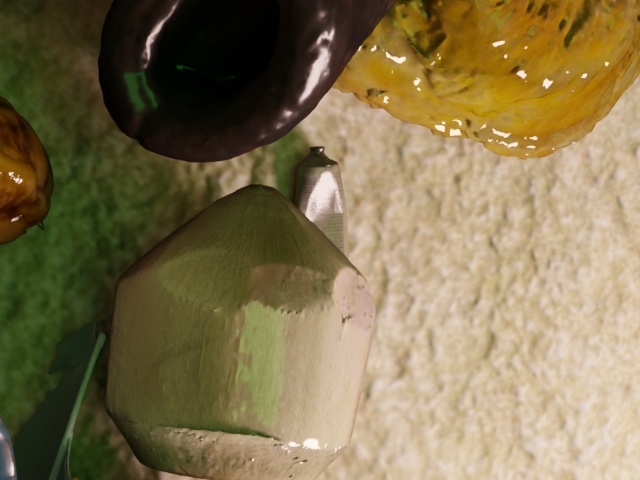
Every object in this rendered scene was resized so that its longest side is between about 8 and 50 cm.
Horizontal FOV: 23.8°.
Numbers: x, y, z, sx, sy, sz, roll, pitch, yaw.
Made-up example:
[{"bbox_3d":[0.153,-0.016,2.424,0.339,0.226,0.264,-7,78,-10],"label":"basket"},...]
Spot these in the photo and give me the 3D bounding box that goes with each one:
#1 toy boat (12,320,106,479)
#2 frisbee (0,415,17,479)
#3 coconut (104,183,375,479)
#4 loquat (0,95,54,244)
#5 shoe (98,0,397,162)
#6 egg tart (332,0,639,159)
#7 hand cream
[{"bbox_3d":[-0.225,0.186,1.139,0.067,0.220,0.291,27,59,-28],"label":"toy boat"},{"bbox_3d":[-0.323,0.132,1.055,0.049,0.289,0.289,-34,108,-59],"label":"frisbee"},{"bbox_3d":[-0.058,0.075,1.195,0.224,0.224,0.234,16,79,-26],"label":"coconut"},{"bbox_3d":[-0.263,-0.050,1.142,0.137,0.137,0.113,22,53,-25],"label":"loquat"},{"bbox_3d":[-0.010,-0.223,1.128,0.171,0.237,0.384,43,103,-8],"label":"shoe"},{"bbox_3d":[0.178,-0.243,1.347,0.351,0.153,0.339,27,76,-24],"label":"egg tart"},{"bbox_3d":[0.000,0.000,1.328,0.057,0.037,0.165,-6,100,-27],"label":"hand cream"}]
